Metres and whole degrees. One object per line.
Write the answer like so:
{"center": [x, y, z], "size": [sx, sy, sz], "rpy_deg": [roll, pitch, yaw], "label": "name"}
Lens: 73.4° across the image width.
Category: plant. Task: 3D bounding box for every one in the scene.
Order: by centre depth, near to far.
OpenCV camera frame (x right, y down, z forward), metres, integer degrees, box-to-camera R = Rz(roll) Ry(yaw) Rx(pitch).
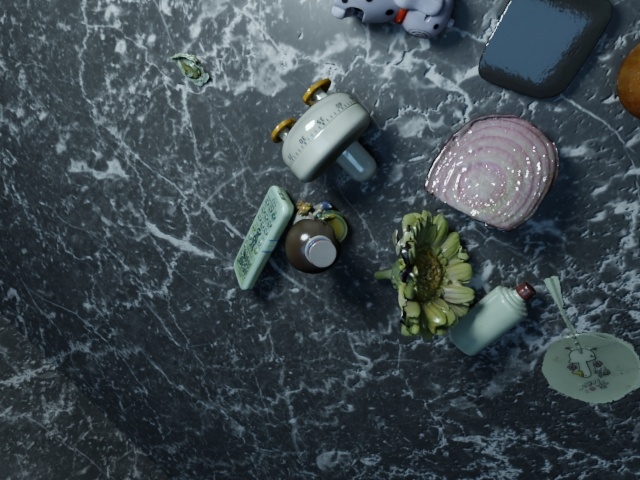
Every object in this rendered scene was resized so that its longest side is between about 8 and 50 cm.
{"center": [0.230, 0.064, 1.080], "size": [0.297, 0.306, 0.261], "rpy_deg": [24, 153, 40], "label": "plant"}

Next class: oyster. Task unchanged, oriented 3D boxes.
{"center": [-0.357, -0.478, 1.191], "size": [0.098, 0.037, 0.100], "rpy_deg": [-3, 134, 41], "label": "oyster"}

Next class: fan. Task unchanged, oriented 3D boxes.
{"center": [0.678, 0.272, 1.133], "size": [0.233, 0.012, 0.414], "rpy_deg": [-26, 102, 27], "label": "fan"}

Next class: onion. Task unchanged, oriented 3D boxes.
{"center": [0.402, -0.160, 1.004], "size": [0.250, 0.111, 0.247], "rpy_deg": [33, 97, 16], "label": "onion"}

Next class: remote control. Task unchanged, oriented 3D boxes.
{"center": [-0.171, 0.000, 1.285], "size": [0.335, 0.066, 0.128], "rpy_deg": [-59, 43, 30], "label": "remote control"}

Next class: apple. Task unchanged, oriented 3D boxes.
{"center": [0.661, -0.309, 0.799], "size": [0.181, 0.168, 0.181], "rpy_deg": [5, 109, 15], "label": "apple"}

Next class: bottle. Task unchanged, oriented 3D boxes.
{"center": [0.458, 0.197, 1.133], "size": [0.104, 0.104, 0.245], "rpy_deg": [39, 121, 1], "label": "bottle"}

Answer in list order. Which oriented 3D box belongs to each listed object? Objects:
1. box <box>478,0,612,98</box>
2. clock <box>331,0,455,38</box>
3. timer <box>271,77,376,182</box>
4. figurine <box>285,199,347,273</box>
{"center": [0.460, -0.416, 0.898], "size": [0.201, 0.042, 0.212], "rpy_deg": [25, 120, 9], "label": "box"}
{"center": [0.170, -0.521, 0.902], "size": [0.254, 0.189, 0.189], "rpy_deg": [19, 118, -2], "label": "clock"}
{"center": [0.029, -0.229, 1.037], "size": [0.240, 0.233, 0.233], "rpy_deg": [47, 120, 0], "label": "timer"}
{"center": [-0.009, -0.001, 1.127], "size": [0.158, 0.275, 0.161], "rpy_deg": [7, 119, 2], "label": "figurine"}
